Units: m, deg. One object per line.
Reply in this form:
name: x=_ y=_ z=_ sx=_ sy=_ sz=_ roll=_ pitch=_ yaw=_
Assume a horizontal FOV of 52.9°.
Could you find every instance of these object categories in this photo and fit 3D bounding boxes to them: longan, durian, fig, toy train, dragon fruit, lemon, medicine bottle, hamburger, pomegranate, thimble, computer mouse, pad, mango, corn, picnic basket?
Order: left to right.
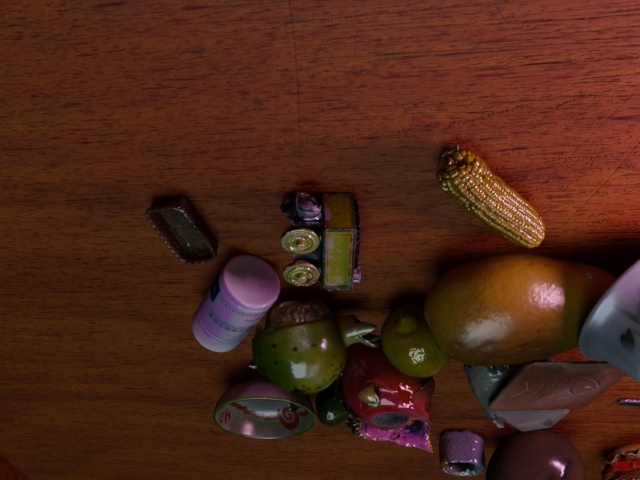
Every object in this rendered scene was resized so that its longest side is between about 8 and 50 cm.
picnic basket: x=-0.321 y=-0.024 z=1.510 sx=0.110 sy=0.055 sz=0.193 roll=-9 pitch=136 yaw=20
medicine bottle: x=-0.220 y=0.164 z=1.633 sx=0.152 sy=0.152 sz=0.254 roll=23 pitch=136 yaw=-16
pomegranate: x=-0.017 y=0.265 z=1.657 sx=0.340 sy=0.260 sz=0.260 roll=-10 pitch=136 yaw=10
toy train: x=0.000 y=0.000 z=1.433 sx=0.177 sy=0.134 sz=0.261 roll=-2 pitch=139 yaw=-1
fig: x=0.062 y=0.504 z=2.006 sx=0.156 sy=0.123 sz=0.123 roll=-16 pitch=141 yaw=-16
dragon fruit: x=0.186 y=0.436 z=1.844 sx=0.290 sy=0.189 sz=0.291 roll=5 pitch=138 yaw=5
durian: x=0.207 y=0.568 z=2.042 sx=0.260 sy=0.154 sz=0.186 roll=17 pitch=162 yaw=-24
lemon: x=0.250 y=0.259 z=1.640 sx=0.184 sy=0.184 sz=0.248 roll=-15 pitch=143 yaw=24
thimble: x=0.475 y=0.716 z=2.167 sx=0.151 sy=0.118 sz=0.127 roll=6 pitch=139 yaw=1
corn: x=0.356 y=-0.076 z=1.308 sx=0.313 sy=0.102 sz=0.102 roll=32 pitch=133 yaw=-25
computer mouse: x=0.533 y=0.373 z=1.743 sx=0.228 sy=0.145 sz=0.429 roll=-26 pitch=132 yaw=20
mango: x=0.462 y=0.148 z=1.465 sx=0.444 sy=0.221 sz=0.301 roll=-13 pitch=130 yaw=4
longan: x=0.684 y=0.758 z=2.045 sx=0.318 sy=0.319 sz=0.319 roll=5 pitch=139 yaw=4
pad: x=0.589 y=0.362 z=1.591 sx=0.283 sy=0.018 sz=0.287 roll=1 pitch=145 yaw=-9
hamburger: x=1.039 y=0.775 z=2.067 sx=0.274 sy=0.212 sz=0.274 roll=6 pitch=131 yaw=7

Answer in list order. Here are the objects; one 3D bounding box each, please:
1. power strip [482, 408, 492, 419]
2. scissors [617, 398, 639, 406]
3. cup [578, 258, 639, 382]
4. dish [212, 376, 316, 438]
power strip: x=0.631 y=0.513 z=1.974 sx=0.267 sy=0.034 sz=0.092 roll=-7 pitch=136 yaw=17
scissors: x=0.990 y=0.482 z=1.895 sx=0.220 sy=0.017 sz=0.088 roll=3 pitch=139 yaw=7
cup: x=0.737 y=0.175 z=1.357 sx=0.347 sy=0.163 sz=0.347 roll=-19 pitch=134 yaw=-21
dish: x=-0.174 y=0.515 z=2.050 sx=0.324 sy=0.124 sz=0.324 roll=0 pitch=142 yaw=0
